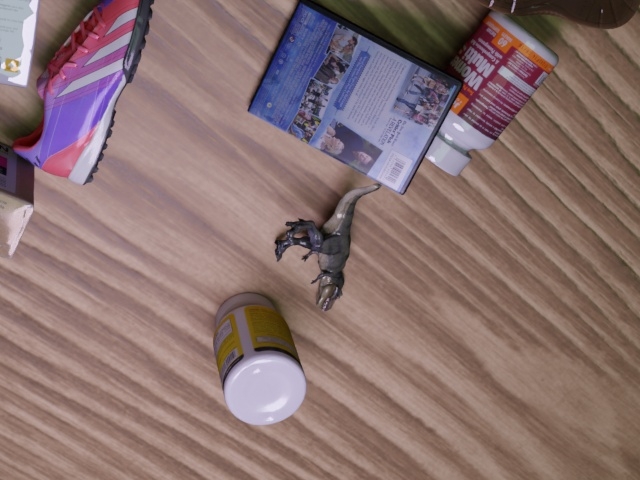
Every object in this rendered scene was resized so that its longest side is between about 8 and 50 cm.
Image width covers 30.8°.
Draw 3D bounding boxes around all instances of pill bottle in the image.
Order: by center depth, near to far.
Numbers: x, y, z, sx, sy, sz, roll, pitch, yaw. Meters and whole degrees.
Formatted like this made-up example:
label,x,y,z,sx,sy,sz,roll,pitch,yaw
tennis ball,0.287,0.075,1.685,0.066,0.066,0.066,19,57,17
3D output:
label,x,y,z,sx,sy,sz,roll,pitch,yaw
pill bottle,0.223,-0.207,1.643,0.121,0.121,0.221,32,106,-24
pill bottle,-0.095,0.168,1.711,0.119,0.208,0.119,-5,117,-10

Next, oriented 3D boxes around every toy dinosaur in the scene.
label,x,y,z,sx,sy,sz,roll,pitch,yaw
toy dinosaur,0.000,0.000,1.711,0.118,0.064,0.268,2,139,-14

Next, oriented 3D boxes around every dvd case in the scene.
label,x,y,z,sx,sy,sz,roll,pitch,yaw
dvd case,0.046,-0.199,1.607,0.253,0.022,0.180,29,109,3

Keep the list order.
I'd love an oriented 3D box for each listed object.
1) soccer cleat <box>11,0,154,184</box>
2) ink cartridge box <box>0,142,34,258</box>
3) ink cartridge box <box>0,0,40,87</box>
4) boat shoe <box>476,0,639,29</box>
label,x,y,z,sx,sy,sz,roll,pitch,yaw
soccer cleat,-0.307,-0.226,1.529,0.116,0.108,0.318,19,113,-16
ink cartridge box,-0.494,-0.086,1.504,0.234,0.193,0.088,22,108,-22
ink cartridge box,-0.428,-0.382,1.443,0.176,0.069,0.371,8,117,-15
boat shoe,0.293,-0.372,1.592,0.302,0.098,0.109,10,127,-19
